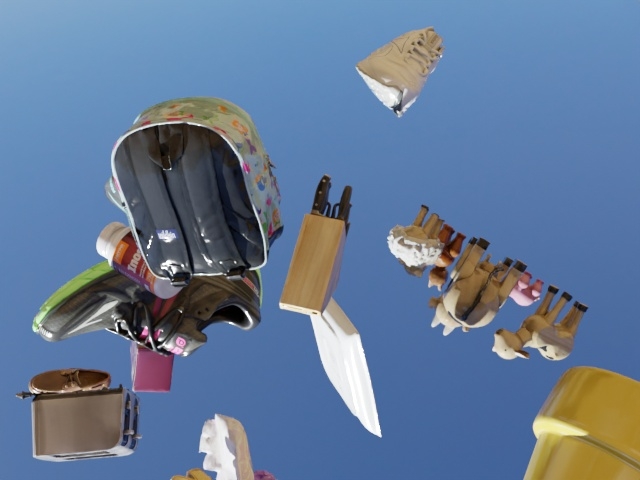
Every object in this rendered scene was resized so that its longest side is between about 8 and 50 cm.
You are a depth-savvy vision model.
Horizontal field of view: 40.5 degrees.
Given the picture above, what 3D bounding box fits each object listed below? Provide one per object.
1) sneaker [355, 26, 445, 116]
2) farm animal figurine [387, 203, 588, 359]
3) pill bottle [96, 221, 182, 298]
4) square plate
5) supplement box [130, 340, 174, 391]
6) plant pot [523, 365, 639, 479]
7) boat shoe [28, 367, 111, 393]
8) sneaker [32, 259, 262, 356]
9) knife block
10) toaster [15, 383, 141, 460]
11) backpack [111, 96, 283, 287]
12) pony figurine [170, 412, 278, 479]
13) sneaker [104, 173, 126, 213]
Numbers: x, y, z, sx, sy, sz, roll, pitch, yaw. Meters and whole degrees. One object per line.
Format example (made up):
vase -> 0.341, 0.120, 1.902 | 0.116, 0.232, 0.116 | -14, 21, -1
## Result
sneaker -> 0.142, -0.301, 1.457 | 0.129, 0.111, 0.297 | -36, -164, 22
farm animal figurine -> 0.274, 0.102, 1.474 | 0.330, 0.172, 0.327 | 32, -178, 19
pill bottle -> -0.299, 0.029, 1.455 | 0.152, 0.086, 0.086 | 27, -140, 22
square plate -> 0.053, 0.311, 2.334 | 0.049, 0.344, 0.347 | -20, -151, -13
supplement box -> -0.369, 0.240, 1.893 | 0.081, 0.104, 0.188 | 5, -161, -16
plant pot -> 0.330, 0.311, 0.984 | 0.254, 0.254, 0.239 | 22, -112, 46
boat shoe -> -0.552, 0.309, 1.923 | 0.178, 0.060, 0.064 | 2, -121, -26
sneaker -> -0.323, 0.137, 1.735 | 0.483, 0.202, 0.185 | -8, 159, -28
knife block -> 0.000, 0.000, 1.811 | 0.088, 0.242, 0.276 | 11, -160, 9
toaster -> -0.411, 0.318, 1.503 | 0.185, 0.110, 0.168 | -4, 162, -3
backpack -> -0.179, -0.087, 1.284 | 0.225, 0.253, 0.191 | -6, -146, 18
pony figurine -> -0.099, 0.420, 1.268 | 0.351, 0.363, 0.303 | -28, -143, 59
sneaker -> -0.240, -0.056, 1.466 | 0.106, 0.267, 0.101 | -23, -133, 45
